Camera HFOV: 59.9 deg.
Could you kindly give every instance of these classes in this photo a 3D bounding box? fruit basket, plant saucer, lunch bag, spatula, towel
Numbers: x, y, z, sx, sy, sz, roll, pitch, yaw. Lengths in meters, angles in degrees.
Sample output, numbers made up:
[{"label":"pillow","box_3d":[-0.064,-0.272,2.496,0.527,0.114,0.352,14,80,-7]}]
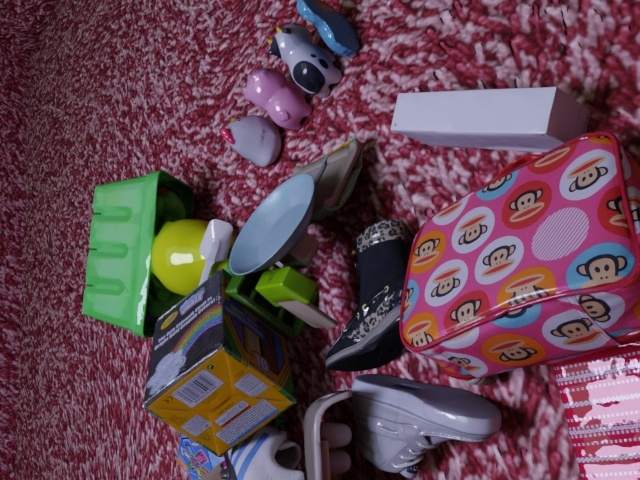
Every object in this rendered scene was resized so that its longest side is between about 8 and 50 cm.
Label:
[{"label":"fruit basket","box_3d":[-0.327,0.035,1.262,0.391,0.283,0.392,-1,84,5]},{"label":"plant saucer","box_3d":[-0.067,-0.018,0.875,0.195,0.037,0.195,-39,28,25]},{"label":"lunch bag","box_3d":[0.231,0.010,0.642,0.293,0.120,0.258,-29,36,42]},{"label":"spatula","box_3d":[-0.177,0.088,1.120,0.019,0.168,0.242,-95,24,-69]},{"label":"towel","box_3d":[0.345,0.145,0.593,0.198,0.031,0.275,-26,65,44]}]

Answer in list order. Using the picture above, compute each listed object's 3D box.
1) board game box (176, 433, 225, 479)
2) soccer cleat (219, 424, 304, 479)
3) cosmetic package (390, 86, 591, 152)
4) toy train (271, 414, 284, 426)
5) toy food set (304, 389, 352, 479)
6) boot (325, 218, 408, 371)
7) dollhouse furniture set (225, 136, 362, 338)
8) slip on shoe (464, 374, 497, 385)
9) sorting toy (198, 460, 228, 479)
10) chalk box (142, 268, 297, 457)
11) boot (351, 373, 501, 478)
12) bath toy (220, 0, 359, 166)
[{"label":"board game box","box_3d":[-0.222,0.470,1.186,0.281,0.027,0.145,17,95,48]},{"label":"soccer cleat","box_3d":[-0.116,0.383,1.014,0.331,0.143,0.116,-143,42,-68]},{"label":"cosmetic package","box_3d":[0.216,-0.160,0.739,0.239,0.098,0.061,15,95,48]},{"label":"toy train","box_3d":[-0.095,0.322,1.068,0.017,0.023,0.083,-57,47,26]},{"label":"toy food set","box_3d":[0.032,0.380,0.824,0.220,0.092,0.306,110,157,-74]},{"label":"boot","box_3d":[0.078,0.094,0.875,0.236,0.085,0.179,-47,40,46]},{"label":"dollhouse furniture set","box_3d":[0.000,0.000,0.965,0.197,0.151,0.302,-14,43,52]},{"label":"slip on shoe","box_3d":[0.211,0.127,0.743,0.051,0.041,0.135,126,153,-51]},{"label":"sorting toy","box_3d":[-0.167,0.528,0.943,0.255,0.257,0.090,8,115,40]},{"label":"chalk box","box_3d":[-0.179,0.193,1.000,0.180,0.179,0.289,-38,28,12]},{"label":"boot","box_3d":[0.140,0.268,0.773,0.258,0.095,0.124,-3,88,57]},{"label":"bath toy","box_3d":[-0.082,-0.296,1.079,0.348,0.129,0.151,-49,51,33]}]
